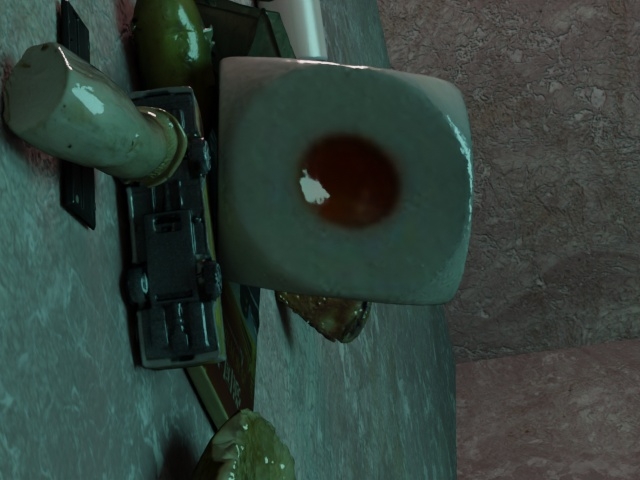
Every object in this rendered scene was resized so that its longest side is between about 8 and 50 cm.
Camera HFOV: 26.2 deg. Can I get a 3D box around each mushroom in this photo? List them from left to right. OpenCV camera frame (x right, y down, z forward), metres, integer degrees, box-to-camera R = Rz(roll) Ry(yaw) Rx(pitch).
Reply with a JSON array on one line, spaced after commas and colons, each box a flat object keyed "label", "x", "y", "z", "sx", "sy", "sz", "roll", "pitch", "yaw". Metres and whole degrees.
[{"label": "mushroom", "x": -0.179, "y": -0.094, "z": 1.159, "sx": 0.081, "sy": 0.092, "sz": 0.223, "roll": -57, "pitch": 156, "yaw": 3}, {"label": "mushroom", "x": 0.003, "y": 0.307, "z": 1.353, "sx": 0.208, "sy": 0.301, "sz": 0.233, "roll": 118, "pitch": -7, "yaw": -47}]

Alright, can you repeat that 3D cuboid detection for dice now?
[{"label": "dice", "x": 0.014, "y": -0.063, "z": 1.462, "sx": 0.251, "sy": 0.259, "sz": 0.243, "roll": -148, "pitch": -118, "yaw": -83}]

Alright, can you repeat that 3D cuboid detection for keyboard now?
[{"label": "keyboard", "x": -0.217, "y": -0.114, "z": 1.225, "sx": 0.067, "sy": 0.011, "sz": 0.202, "roll": 60, "pitch": 23, "yaw": -68}]

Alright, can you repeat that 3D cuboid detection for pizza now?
[{"label": "pizza", "x": 0.000, "y": 0.000, "z": 1.965, "sx": 0.085, "sy": 0.161, "sz": 0.306, "roll": -169, "pitch": -111, "yaw": -78}]

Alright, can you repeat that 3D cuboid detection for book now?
[{"label": "book", "x": -0.116, "y": 0.037, "z": 1.600, "sx": 0.263, "sy": 0.028, "sz": 0.374, "roll": 72, "pitch": 13, "yaw": -45}]

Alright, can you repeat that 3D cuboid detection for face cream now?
[{"label": "face cream", "x": -0.060, "y": -0.439, "z": 2.113, "sx": 0.102, "sy": 0.102, "sz": 0.346, "roll": 0, "pitch": 81, "yaw": -80}]

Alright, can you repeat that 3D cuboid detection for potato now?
[{"label": "potato", "x": -0.151, "y": -0.182, "z": 1.448, "sx": 0.105, "sy": 0.085, "sz": 0.188, "roll": -32, "pitch": 117, "yaw": -77}]

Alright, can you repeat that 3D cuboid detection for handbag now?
[{"label": "handbag", "x": -0.084, "y": -0.193, "z": 1.673, "sx": 0.117, "sy": 0.182, "sz": 0.270, "roll": -48, "pitch": 139, "yaw": -24}]

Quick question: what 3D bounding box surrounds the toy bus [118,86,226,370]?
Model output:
[{"label": "toy bus", "x": -0.142, "y": -0.009, "z": 1.336, "sx": 0.106, "sy": 0.092, "sz": 0.268, "roll": 75, "pitch": 8, "yaw": -78}]
